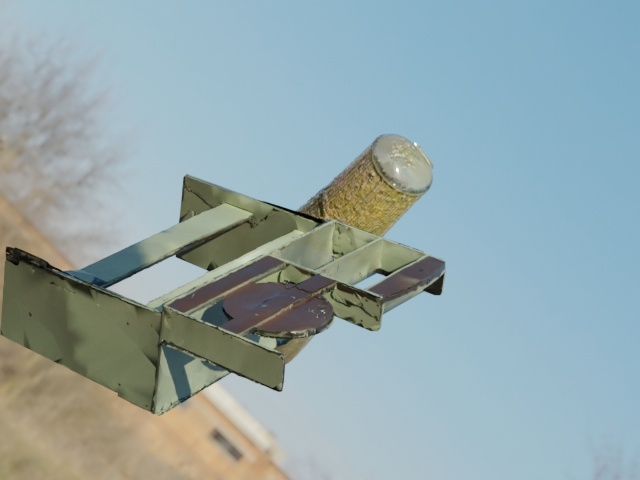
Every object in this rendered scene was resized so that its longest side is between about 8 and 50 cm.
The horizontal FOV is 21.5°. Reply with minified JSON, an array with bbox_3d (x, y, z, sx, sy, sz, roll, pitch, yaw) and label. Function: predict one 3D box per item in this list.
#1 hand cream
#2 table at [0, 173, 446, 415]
[{"bbox_3d":[0.000,0.000,1.081,0.084,0.084,0.203,44,-48,1],"label":"hand cream"},{"bbox_3d":[-0.047,0.032,0.861,0.175,0.146,0.062,22,-61,29],"label":"table"}]
